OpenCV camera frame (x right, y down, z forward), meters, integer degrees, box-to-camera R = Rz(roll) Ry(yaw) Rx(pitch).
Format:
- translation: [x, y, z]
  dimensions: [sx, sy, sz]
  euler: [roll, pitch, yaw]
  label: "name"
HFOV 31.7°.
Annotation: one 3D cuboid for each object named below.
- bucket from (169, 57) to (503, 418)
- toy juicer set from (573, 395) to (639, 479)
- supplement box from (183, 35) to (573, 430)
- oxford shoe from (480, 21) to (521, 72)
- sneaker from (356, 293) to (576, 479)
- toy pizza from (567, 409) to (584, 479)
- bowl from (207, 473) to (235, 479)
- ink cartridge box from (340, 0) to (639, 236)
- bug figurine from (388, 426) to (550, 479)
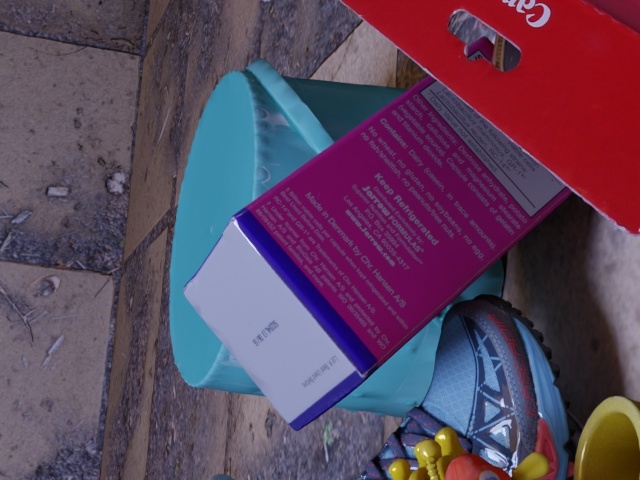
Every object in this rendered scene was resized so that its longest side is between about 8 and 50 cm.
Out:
- translation: [0.000, 0.000, 0.867]
  dimensions: [0.281, 0.183, 0.281]
  euler: [-172, 90, -70]
  label: "bucket"
- translation: [0.190, 0.006, 0.425]
  dimensions: [0.209, 0.089, 0.329]
  euler: [-120, 43, -71]
  label: "toy juicer set"
- translation: [0.044, -0.007, 0.668]
  dimensions: [0.114, 0.220, 0.111]
  euler: [50, 148, 6]
  label: "supplement box"
- translation: [0.150, -0.116, 0.617]
  dimensions: [0.271, 0.097, 0.098]
  euler: [-101, 32, -45]
  label: "oxford shoe"
- translation: [0.058, 0.156, 0.613]
  dimensions: [0.104, 0.125, 0.262]
  euler: [177, 102, -70]
  label: "sneaker"
- translation: [0.123, 0.191, 0.656]
  dimensions: [0.201, 0.032, 0.201]
  euler: [-171, 90, -70]
  label: "toy pizza"
- translation: [0.000, 0.300, 0.740]
  dimensions: [0.298, 0.134, 0.298]
  euler: [-4, -90, -85]
  label: "bowl"
- translation: [0.101, -0.198, 0.487]
  dimensions: [0.272, 0.130, 0.309]
  euler: [-54, 41, 12]
  label: "ink cartridge box"
- translation: [0.070, 0.234, 0.494]
  dimensions: [0.216, 0.072, 0.279]
  euler: [-45, 64, 25]
  label: "bug figurine"
